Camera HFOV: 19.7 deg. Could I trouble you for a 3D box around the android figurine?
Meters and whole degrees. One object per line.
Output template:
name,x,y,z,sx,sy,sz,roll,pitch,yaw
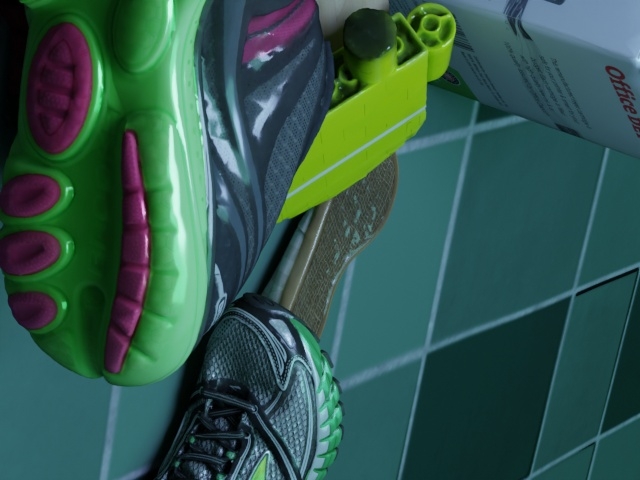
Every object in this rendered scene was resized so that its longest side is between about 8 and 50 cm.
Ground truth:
android figurine,0.006,-0.098,1.500,0.248,0.056,0.273,-34,166,-6

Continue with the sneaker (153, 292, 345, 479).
sneaker,-0.081,0.210,1.585,0.146,0.134,0.343,-10,116,-50

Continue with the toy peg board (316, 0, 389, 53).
toy peg board,-0.034,-0.209,1.459,0.161,0.079,0.161,-28,134,-25

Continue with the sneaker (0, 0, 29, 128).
sneaker,-0.158,-0.143,1.271,0.135,0.098,0.276,-40,138,-33

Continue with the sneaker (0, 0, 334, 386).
sneaker,-0.084,-0.151,1.167,0.202,0.185,0.482,-23,131,-67

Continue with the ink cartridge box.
ink cartridge box,0.204,-0.190,1.608,0.121,0.289,0.211,-59,148,-12

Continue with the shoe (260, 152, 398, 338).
shoe,0.000,0.000,1.655,0.076,0.058,0.219,41,69,-38
